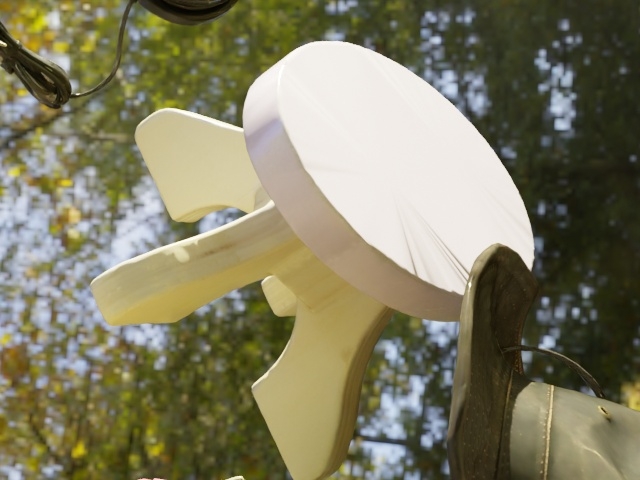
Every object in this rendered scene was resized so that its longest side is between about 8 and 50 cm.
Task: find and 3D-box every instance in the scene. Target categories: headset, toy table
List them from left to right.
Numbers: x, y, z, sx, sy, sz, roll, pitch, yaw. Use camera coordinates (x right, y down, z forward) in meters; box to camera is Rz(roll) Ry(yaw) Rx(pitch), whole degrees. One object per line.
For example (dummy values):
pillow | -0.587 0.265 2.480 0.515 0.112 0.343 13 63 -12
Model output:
headset | -0.135 -0.285 1.237 0.394 0.185 0.243 -51 7 -6
toy table | 0.000 0.000 0.841 0.274 0.161 0.252 19 -136 -53

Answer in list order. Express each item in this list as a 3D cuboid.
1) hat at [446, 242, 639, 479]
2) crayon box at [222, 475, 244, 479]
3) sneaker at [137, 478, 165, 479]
hat | 0.131 0.162 0.705 0.331 0.134 0.331 8 -90 -76
crayon box | -0.076 0.284 0.676 0.083 0.203 0.323 -4 -101 -73
sneaker | -0.209 0.360 1.327 0.299 0.120 0.112 -57 -27 -27
